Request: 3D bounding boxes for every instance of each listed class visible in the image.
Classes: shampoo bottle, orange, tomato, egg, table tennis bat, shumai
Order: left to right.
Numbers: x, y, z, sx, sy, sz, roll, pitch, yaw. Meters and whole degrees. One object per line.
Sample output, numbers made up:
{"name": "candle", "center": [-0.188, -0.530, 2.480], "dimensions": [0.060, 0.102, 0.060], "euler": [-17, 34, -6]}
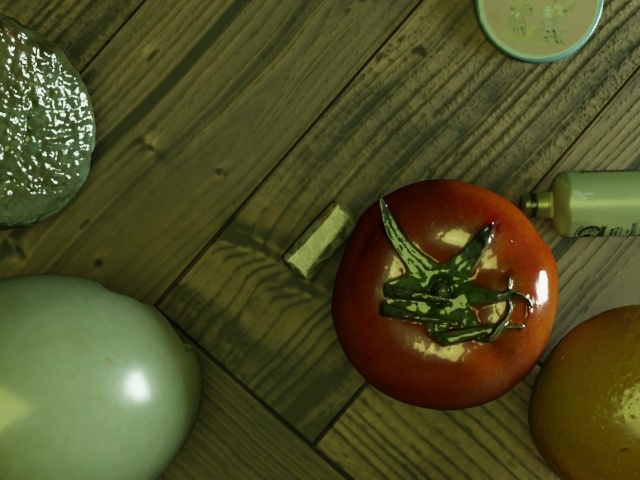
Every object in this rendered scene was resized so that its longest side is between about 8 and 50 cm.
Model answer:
{"name": "shumai", "center": [-0.399, -0.148, 1.549], "dimensions": [0.222, 0.204, 0.272], "euler": [-27, 114, -34]}
{"name": "egg", "center": [-0.289, 0.174, 1.460], "dimensions": [0.336, 0.278, 0.278], "euler": [2, 88, -37]}
{"name": "tomato", "center": [0.137, 0.060, 1.491], "dimensions": [0.256, 0.224, 0.256], "euler": [0, 88, 4]}
{"name": "table tennis bat", "center": [0.267, -0.333, 1.603], "dimensions": [0.153, 0.040, 0.244], "euler": [8, 93, 0]}
{"name": "shampoo bottle", "center": [0.314, -0.043, 1.569], "dimensions": [0.162, 0.079, 0.079], "euler": [-2, 88, -1]}
{"name": "orange", "center": [0.347, 0.183, 1.494], "dimensions": [0.236, 0.236, 0.236], "euler": [0, 88, -1]}

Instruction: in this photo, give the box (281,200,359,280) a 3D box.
{"name": "box", "center": [0.000, 0.000, 1.573], "dimensions": [0.045, 0.062, 0.098], "euler": [44, 86, -4]}
